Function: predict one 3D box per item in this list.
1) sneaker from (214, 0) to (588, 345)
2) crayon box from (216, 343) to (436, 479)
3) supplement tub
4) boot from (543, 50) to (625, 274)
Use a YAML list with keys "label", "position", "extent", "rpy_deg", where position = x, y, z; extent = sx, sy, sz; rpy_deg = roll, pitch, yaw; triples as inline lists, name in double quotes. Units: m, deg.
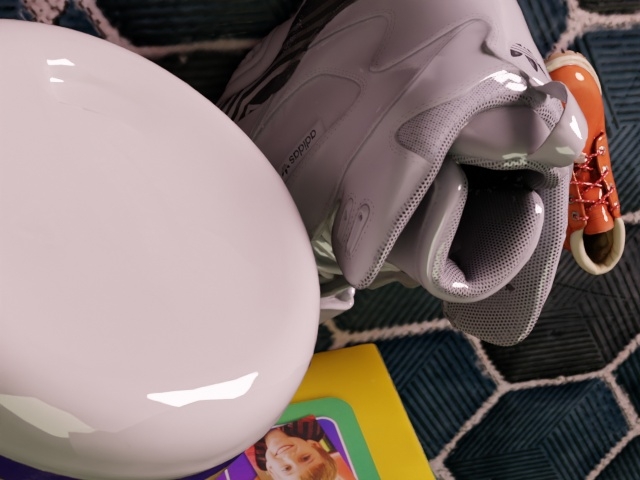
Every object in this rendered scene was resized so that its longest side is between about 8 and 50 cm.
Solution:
- label: "sneaker"
  position: [0.000, 0.000, 0.696]
  extent: [0.137, 0.210, 0.366]
  rpy_deg: [23, 119, -35]
- label: "crayon box"
  position: [-0.087, 0.242, 0.808]
  extent: [0.363, 0.313, 0.106]
  rpy_deg: [-10, 133, -12]
- label: "supplement tub"
  position: [-0.179, 0.080, 0.618]
  extent: [0.241, 0.241, 0.331]
  rpy_deg: [15, 134, -31]
- label: "boot"
  position: [0.174, -0.049, 0.809]
  extent: [0.059, 0.085, 0.158]
  rpy_deg: [-19, 133, -2]
